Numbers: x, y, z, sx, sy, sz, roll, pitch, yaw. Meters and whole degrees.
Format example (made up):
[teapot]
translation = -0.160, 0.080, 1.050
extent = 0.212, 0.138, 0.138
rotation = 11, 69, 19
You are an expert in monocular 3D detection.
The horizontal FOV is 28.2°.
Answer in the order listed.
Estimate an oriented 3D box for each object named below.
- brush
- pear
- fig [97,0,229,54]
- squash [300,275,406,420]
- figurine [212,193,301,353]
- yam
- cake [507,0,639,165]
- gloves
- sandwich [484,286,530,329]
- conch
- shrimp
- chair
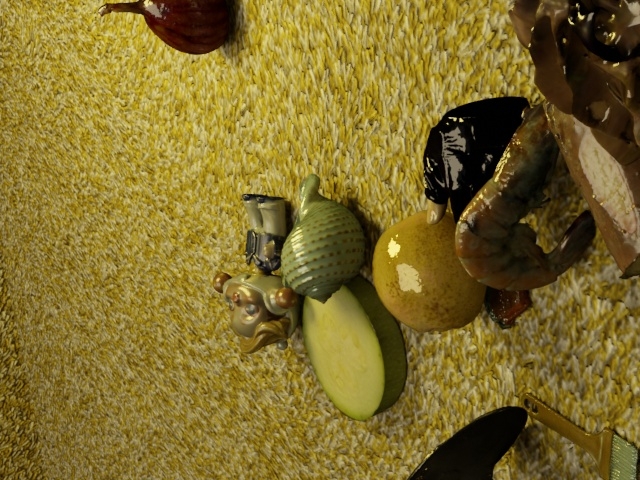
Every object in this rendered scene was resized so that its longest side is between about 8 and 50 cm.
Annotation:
[brush]
translation = 0.349, 0.265, 1.734
extent = 0.218, 0.010, 0.082
rotation = 31, 131, 48
[pear]
translation = 0.158, 0.047, 1.769
extent = 0.178, 0.178, 0.178
rotation = 32, 131, 46
[fig]
translation = -0.241, -0.405, 2.166
extent = 0.148, 0.202, 0.149
rotation = 13, 81, 40
[squash]
translation = 0.049, 0.172, 2.120
extent = 0.252, 0.049, 0.252
rotation = 36, 135, 47
[figurine]
translation = -0.106, 0.056, 2.231
extent = 0.194, 0.133, 0.274
rotation = -21, 78, 44
[yam]
translation = 0.352, -0.086, 1.441
extent = 0.128, 0.129, 0.238
rotation = -33, 74, 38
[cake]
translation = 0.358, -0.204, 1.194
extent = 0.332, 0.321, 0.332
rotation = 33, 132, 48
[gloves]
translation = 0.211, -0.078, 1.657
extent = 0.124, 0.164, 0.203
rotation = -83, -20, -67
[sandwich]
translation = 0.257, 0.073, 1.762
extent = 0.069, 0.026, 0.101
rotation = 58, 145, 23
[conch]
translation = 0.010, 0.005, 2.015
extent = 0.172, 0.131, 0.200
rotation = 103, -177, -72
[shrimp]
translation = 0.286, -0.064, 1.582
extent = 0.296, 0.169, 0.058
rotation = -60, 20, 16
[chair]
translation = 0.306, 0.438, 1.690
extent = 0.401, 0.226, 0.226
rotation = 51, 142, 30
